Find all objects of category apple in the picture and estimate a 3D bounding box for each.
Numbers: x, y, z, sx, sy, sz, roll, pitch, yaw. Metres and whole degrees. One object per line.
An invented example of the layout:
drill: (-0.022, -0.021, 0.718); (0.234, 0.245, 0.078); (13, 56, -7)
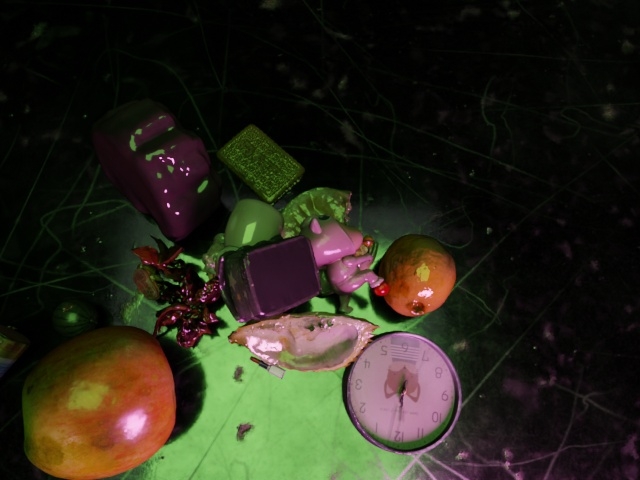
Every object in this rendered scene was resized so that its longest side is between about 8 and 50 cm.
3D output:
apple: (-0.505, 0.370, 0.973); (0.340, 0.339, 0.339); (1, 73, -4)

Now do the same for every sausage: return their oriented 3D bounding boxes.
sausage: (-0.901, 0.352, 1.059); (0.125, 0.117, 0.317); (25, 70, 39)

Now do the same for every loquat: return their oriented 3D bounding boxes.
loquat: (0.263, 0.092, 1.161); (0.193, 0.238, 0.238); (20, 73, -4)

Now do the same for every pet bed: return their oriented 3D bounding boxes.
pet bed: (-0.127, 0.090, 1.029); (0.211, 0.159, 0.183); (-20, 98, -40)

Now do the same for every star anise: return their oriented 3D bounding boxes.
star anise: (-0.355, 0.183, 1.128); (0.190, 0.126, 0.220); (11, 87, 3)
star anise: (-0.438, 0.029, 1.191); (0.141, 0.158, 0.144); (6, 48, -4)

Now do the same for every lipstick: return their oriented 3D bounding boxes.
lipstick: (-0.148, 0.347, 1.160); (0.107, 0.025, 0.025); (25, 72, 10)

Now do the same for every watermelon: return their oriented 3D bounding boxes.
watermelon: (-0.643, 0.211, 1.119); (0.133, 0.105, 0.105); (7, 72, 19)

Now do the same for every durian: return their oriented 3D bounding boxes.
durian: (-0.048, 0.263, 1.102); (0.395, 0.198, 0.163); (2, 74, -1)

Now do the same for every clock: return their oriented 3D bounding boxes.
clock: (0.223, 0.408, 1.146); (0.325, 0.067, 0.324); (1, 73, -4)

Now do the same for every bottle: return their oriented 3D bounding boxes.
bottle: (-0.203, 0.018, 1.134); (0.148, 0.147, 0.236); (20, 65, 2)

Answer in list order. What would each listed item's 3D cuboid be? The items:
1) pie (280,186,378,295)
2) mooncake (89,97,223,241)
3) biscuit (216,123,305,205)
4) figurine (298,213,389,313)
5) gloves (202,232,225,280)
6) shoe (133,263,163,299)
pie: (0.000, 0.000, 1.251); (0.338, 0.075, 0.337); (0, 77, 0)
mooncake: (-0.442, -0.201, 1.155); (0.212, 0.350, 0.381); (-42, 90, -23)
biscuit: (-0.189, -0.244, 1.332); (0.254, 0.029, 0.172); (42, 75, 8)
figurine: (0.055, 0.049, 1.139); (0.186, 0.176, 0.287); (-33, 88, -23)
gloves: (-0.286, 0.047, 1.209); (0.111, 0.094, 0.144); (-2, 65, -16)
shoe: (-0.483, 0.120, 1.184); (0.109, 0.069, 0.072); (38, 99, 16)
